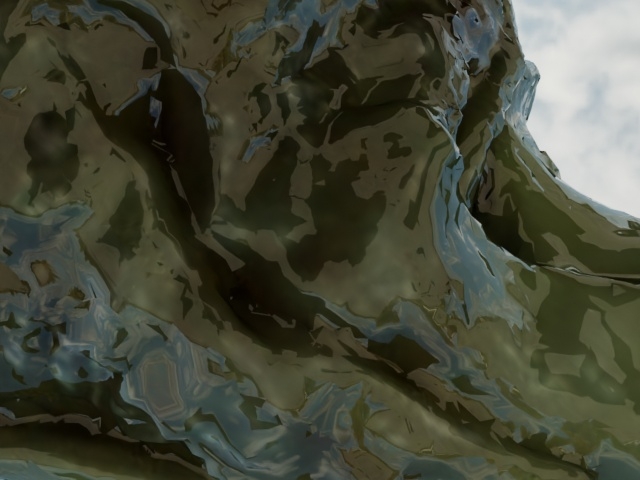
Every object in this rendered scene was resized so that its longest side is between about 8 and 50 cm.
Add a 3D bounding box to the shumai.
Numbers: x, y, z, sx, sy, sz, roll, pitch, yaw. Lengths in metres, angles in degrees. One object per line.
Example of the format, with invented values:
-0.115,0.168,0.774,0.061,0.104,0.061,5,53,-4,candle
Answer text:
0.000,0.000,0.473,0.395,0.395,0.348,-36,-111,-30,shumai
